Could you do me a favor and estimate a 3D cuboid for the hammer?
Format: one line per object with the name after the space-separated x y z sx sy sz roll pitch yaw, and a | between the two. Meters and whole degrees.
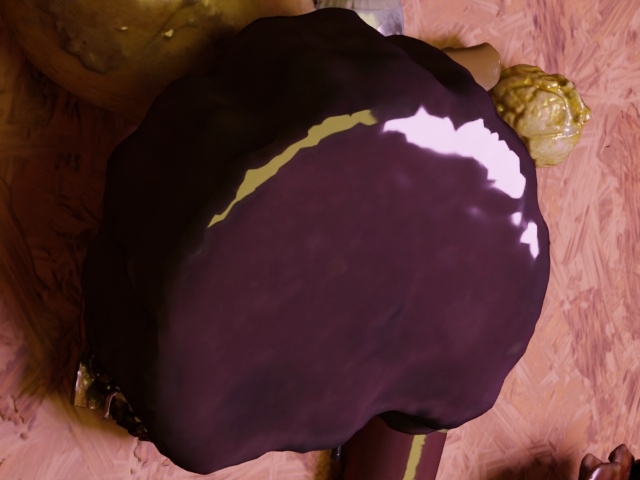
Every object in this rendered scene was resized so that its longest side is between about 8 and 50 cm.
0.088 -0.170 1.723 0.305 0.113 0.202 -15 116 -48 | hammer

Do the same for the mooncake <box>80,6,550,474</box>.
0.000 0.000 1.376 0.381 0.212 0.350 14 110 -40 | mooncake

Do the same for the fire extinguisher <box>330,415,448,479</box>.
0.091 0.122 1.770 0.141 0.105 0.341 13 91 -45 | fire extinguisher

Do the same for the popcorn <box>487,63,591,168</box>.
0.238 -0.139 1.860 0.121 0.106 0.116 60 24 -7 | popcorn

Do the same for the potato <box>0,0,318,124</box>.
-0.147 -0.194 1.420 0.266 0.229 0.229 6 93 -45 | potato

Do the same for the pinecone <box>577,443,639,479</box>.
0.368 0.436 1.897 0.384 0.384 0.384 -9 103 -42 | pinecone

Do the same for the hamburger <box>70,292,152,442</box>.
-0.112 0.073 1.550 0.261 0.138 0.243 14 88 -44 | hamburger
